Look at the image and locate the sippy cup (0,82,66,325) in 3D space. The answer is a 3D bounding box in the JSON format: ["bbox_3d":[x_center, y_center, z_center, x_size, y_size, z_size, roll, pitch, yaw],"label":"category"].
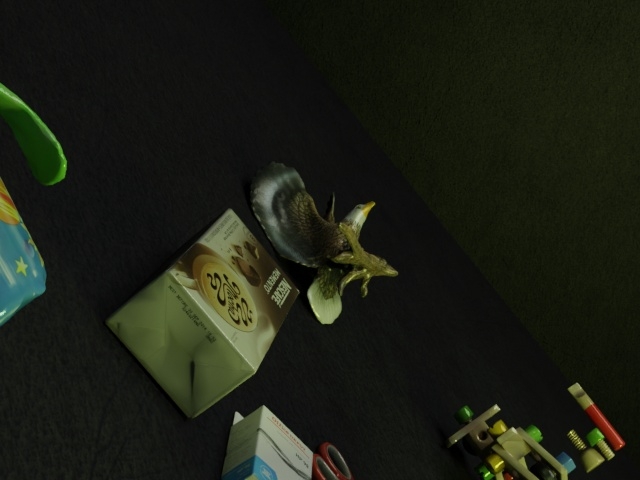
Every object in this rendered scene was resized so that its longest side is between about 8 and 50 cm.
[{"bbox_3d":[-0.357,-0.007,0.866,0.224,0.306,0.240,57,-8,-11],"label":"sippy cup"}]

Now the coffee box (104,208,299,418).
[{"bbox_3d":[-0.147,0.088,1.385,0.168,0.119,0.297,50,18,-6],"label":"coffee box"}]

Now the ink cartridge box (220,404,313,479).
[{"bbox_3d":[-0.066,0.287,1.315,0.104,0.060,0.180,47,19,-18],"label":"ink cartridge box"}]

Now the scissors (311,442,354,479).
[{"bbox_3d":[0.079,0.418,1.514,0.297,0.021,0.109,52,15,-8],"label":"scissors"}]

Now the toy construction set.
[{"bbox_3d":[0.370,0.373,1.914,0.237,0.309,0.257,56,9,22],"label":"toy construction set"}]

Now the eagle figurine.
[{"bbox_3d":[0.009,-0.005,1.927,0.298,0.225,0.226,30,-49,46],"label":"eagle figurine"}]
